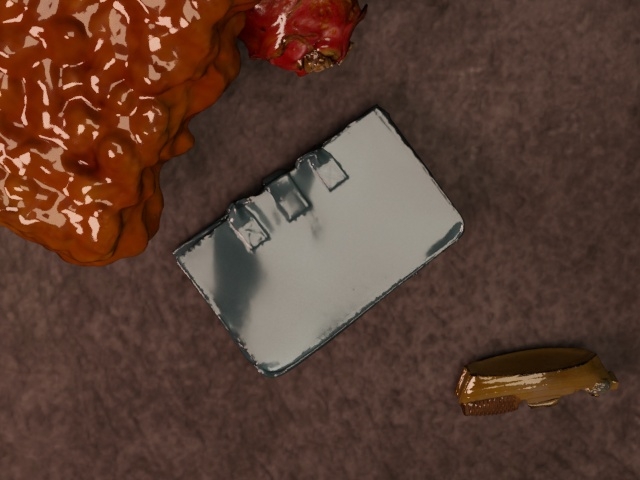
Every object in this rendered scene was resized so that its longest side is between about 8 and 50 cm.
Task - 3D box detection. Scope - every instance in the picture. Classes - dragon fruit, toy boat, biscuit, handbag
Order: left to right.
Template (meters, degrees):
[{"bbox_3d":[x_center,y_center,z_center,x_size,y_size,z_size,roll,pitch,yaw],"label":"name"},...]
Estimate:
[{"bbox_3d":[-0.224,-0.157,1.515,0.318,0.110,0.312,28,111,-5],"label":"biscuit"},{"bbox_3d":[-0.062,-0.237,1.571,0.246,0.125,0.125,38,121,-20],"label":"dragon fruit"},{"bbox_3d":[0.000,0.000,1.686,0.221,0.057,0.144,-35,105,-4],"label":"handbag"},{"bbox_3d":[0.192,0.126,1.772,0.149,0.047,0.049,-7,119,-11],"label":"toy boat"}]
